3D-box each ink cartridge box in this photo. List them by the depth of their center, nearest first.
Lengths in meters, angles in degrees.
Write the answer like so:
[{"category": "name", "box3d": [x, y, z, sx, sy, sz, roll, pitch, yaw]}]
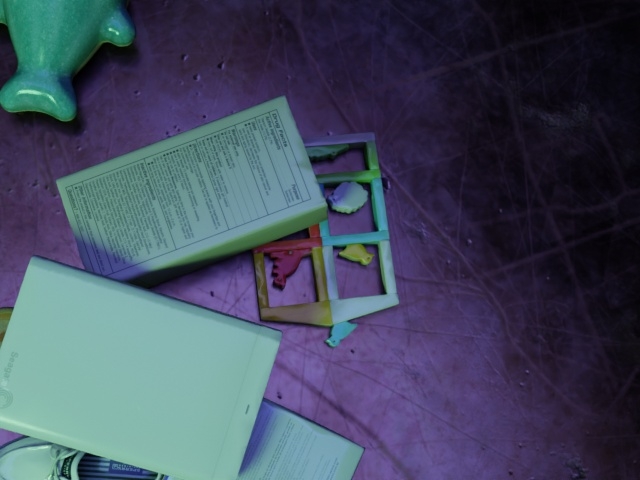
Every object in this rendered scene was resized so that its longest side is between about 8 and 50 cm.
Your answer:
[{"category": "ink cartridge box", "box3d": [-0.087, 0.317, 1.062, 0.224, 0.045, 0.223, 28, 77, -8]}]

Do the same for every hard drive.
[{"category": "hard drive", "box3d": [-0.222, 0.160, 1.000, 0.308, 0.040, 0.203, 18, 87, -7]}]

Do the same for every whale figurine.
[{"category": "whale figurine", "box3d": [-0.357, -0.302, 1.120, 0.216, 0.141, 0.272, 11, 78, -5]}]

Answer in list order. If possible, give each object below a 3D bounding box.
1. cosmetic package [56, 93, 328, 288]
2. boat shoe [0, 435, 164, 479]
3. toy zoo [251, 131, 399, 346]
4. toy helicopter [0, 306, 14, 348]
[{"category": "cosmetic package", "box3d": [-0.159, -0.052, 1.084, 0.310, 0.113, 0.160, -20, 81, -2]}, {"category": "boat shoe", "box3d": [-0.302, 0.276, 1.038, 0.226, 0.076, 0.083, -2, 78, -7]}, {"category": "toy zoo", "box3d": [0.000, 0.000, 1.156, 0.192, 0.030, 0.293, -5, 79, -8]}, {"category": "toy helicopter", "box3d": [-0.494, 0.216, 1.022, 0.235, 0.140, 0.355, 34, 66, 10]}]
